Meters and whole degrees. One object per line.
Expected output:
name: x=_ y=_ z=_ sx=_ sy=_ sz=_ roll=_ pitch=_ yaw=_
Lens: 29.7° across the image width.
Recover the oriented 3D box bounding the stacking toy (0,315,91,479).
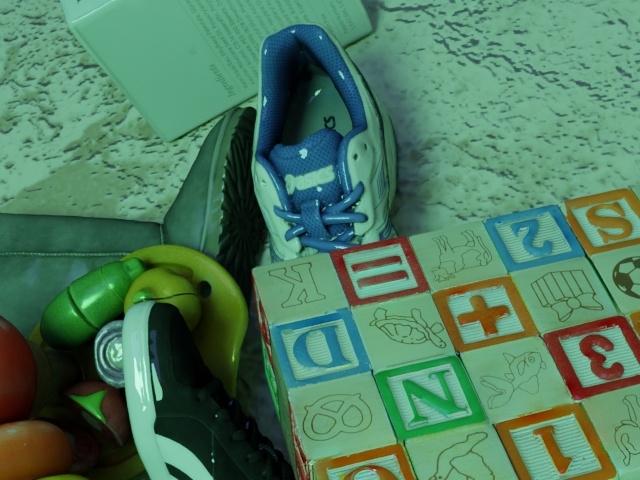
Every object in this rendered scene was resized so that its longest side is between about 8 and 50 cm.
stacking toy: x=-0.150 y=0.183 z=0.654 sx=0.141 sy=0.141 sz=0.330 roll=-28 pitch=71 yaw=4

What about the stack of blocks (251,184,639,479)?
stack of blocks: x=0.129 y=0.070 z=0.611 sx=0.297 sy=0.087 sz=0.171 roll=-13 pitch=45 yaw=-9

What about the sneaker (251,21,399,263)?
sneaker: x=0.000 y=0.000 z=0.748 sx=0.111 sy=0.131 sz=0.296 roll=-17 pitch=59 yaw=10

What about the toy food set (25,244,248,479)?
toy food set: x=-0.148 y=0.088 z=0.753 sx=0.218 sy=0.071 sz=0.128 roll=-36 pitch=72 yaw=14

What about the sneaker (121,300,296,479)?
sneaker: x=-0.030 y=0.128 z=0.684 sx=0.121 sy=0.079 sz=0.217 roll=-14 pitch=96 yaw=8

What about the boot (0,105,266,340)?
boot: x=-0.145 y=-0.007 z=0.849 sx=0.208 sy=0.076 sz=0.190 roll=0 pitch=63 yaw=28

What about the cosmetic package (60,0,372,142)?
cosmetic package: x=-0.088 y=-0.202 z=0.879 sx=0.183 sy=0.151 sz=0.151 roll=-28 pitch=55 yaw=5
